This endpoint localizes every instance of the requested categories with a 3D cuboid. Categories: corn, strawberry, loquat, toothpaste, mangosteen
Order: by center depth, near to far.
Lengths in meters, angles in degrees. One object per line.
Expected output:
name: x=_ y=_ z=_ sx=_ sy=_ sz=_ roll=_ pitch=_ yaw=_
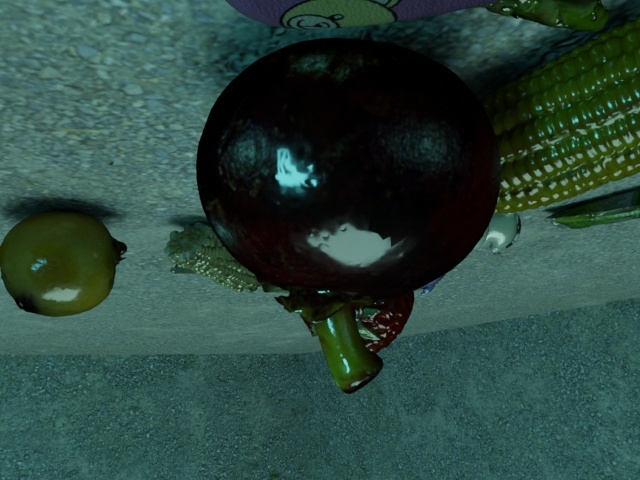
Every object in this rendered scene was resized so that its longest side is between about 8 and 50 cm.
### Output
mangosteen: x=0.016 y=-0.015 z=0.477 sx=0.236 sy=0.261 sz=0.235 roll=4 pitch=170 yaw=1
corn: x=0.247 y=-0.110 z=0.479 sx=0.120 sy=0.120 sz=0.363 roll=10 pitch=158 yaw=-43
loquat: x=-0.334 y=0.030 z=0.792 sx=0.163 sy=0.137 sz=0.163 roll=-10 pitch=148 yaw=-6
toothpaste: x=0.463 y=-0.051 z=0.906 sx=0.248 sy=0.046 sz=0.078 roll=-15 pitch=160 yaw=41
corn: x=-0.155 y=0.021 z=0.936 sx=0.087 sy=0.087 sz=0.211 roll=-10 pitch=158 yaw=20
strawberry: x=0.082 y=0.091 z=1.087 sx=0.205 sy=0.205 sz=0.244 roll=-14 pitch=-176 yaw=32

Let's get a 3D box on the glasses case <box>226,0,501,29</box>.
glasses case: x=0.091 y=-0.169 z=0.284 sx=0.316 sy=0.075 sz=0.123 roll=-8 pitch=165 yaw=14

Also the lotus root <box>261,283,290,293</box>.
lotus root: x=0.000 y=0.000 z=0.809 sx=0.235 sy=0.119 sz=0.138 roll=-11 pitch=169 yaw=28

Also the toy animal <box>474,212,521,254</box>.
toy animal: x=0.227 y=-0.020 z=0.888 sx=0.124 sy=0.071 sz=0.085 roll=-1 pitch=158 yaw=-24

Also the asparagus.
asparagus: x=0.121 y=-0.162 z=0.403 sx=0.165 sy=0.036 sz=0.030 roll=3 pitch=142 yaw=-23

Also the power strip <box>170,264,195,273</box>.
power strip: x=-0.140 y=0.042 z=1.101 sx=0.253 sy=0.027 sz=0.060 roll=1 pitch=163 yaw=-19

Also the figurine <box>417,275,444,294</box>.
figurine: x=0.140 y=0.021 z=0.956 sx=0.114 sy=0.126 sz=0.157 roll=-31 pitch=178 yaw=1
